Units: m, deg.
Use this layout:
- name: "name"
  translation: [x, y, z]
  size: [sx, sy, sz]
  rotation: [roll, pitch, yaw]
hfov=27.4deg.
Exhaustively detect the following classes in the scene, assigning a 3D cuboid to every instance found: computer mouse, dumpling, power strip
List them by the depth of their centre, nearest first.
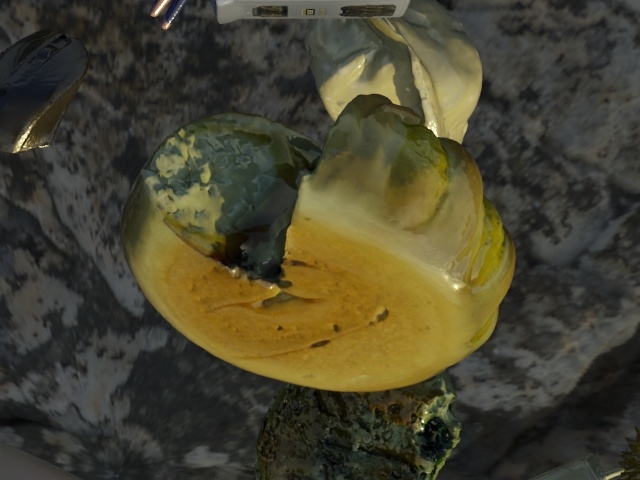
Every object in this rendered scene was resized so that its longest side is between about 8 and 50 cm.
- name: "computer mouse"
  translation: [-0.315, -0.168, 1.417]
  size: [0.099, 0.057, 0.172]
  rotation: [26, 68, 14]
- name: "power strip"
  translation: [0.290, 0.284, 1.469]
  size: [0.175, 0.042, 0.075]
  rotation: [-30, 80, 24]
- name: "dumpling"
  translation: [0.085, -0.277, 1.766]
  size: [0.233, 0.315, 0.395]
  rotation: [-27, 74, -4]

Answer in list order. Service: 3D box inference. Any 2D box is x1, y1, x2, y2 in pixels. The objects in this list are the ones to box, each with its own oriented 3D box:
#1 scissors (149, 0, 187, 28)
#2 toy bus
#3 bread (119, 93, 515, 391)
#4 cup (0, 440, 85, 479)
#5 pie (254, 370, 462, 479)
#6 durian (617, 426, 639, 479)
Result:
- name: "scissors"
  translation: [-0.129, -0.260, 1.281]
  size: [0.012, 0.039, 0.113]
  rotation: [23, 108, -43]
- name: "toy bus"
  translation: [-0.025, -0.180, 0.843]
  size: [0.167, 0.073, 0.076]
  rotation: [-1, 88, -2]
- name: "bread"
  translation: [0.000, 0.000, 1.076]
  size: [0.333, 0.333, 0.160]
  rotation: [24, 57, -4]
- name: "cup"
  translation: [-0.283, 0.257, 0.933]
  size: [0.253, 0.371, 0.253]
  rotation: [-9, 62, 18]
- name: "pie"
  translation: [0.051, 0.290, 1.564]
  size: [0.296, 0.078, 0.371]
  rotation: [-5, 92, 33]
- name: "durian"
  translation: [0.308, 0.185, 1.058]
  size: [0.146, 0.102, 0.208]
  rotation: [21, 121, -25]
